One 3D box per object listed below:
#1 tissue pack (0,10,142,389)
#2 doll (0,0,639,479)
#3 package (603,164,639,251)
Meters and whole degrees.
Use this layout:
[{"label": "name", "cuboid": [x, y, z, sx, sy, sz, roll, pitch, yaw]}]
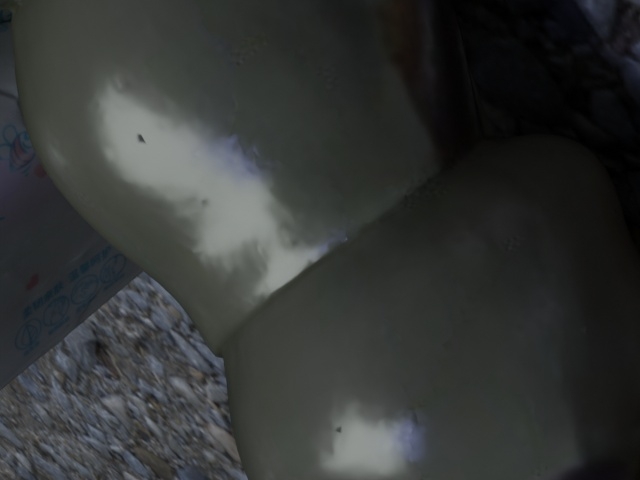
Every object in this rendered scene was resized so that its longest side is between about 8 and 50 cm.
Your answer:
[{"label": "tissue pack", "cuboid": [-0.188, -0.025, 1.078, 0.124, 0.271, 0.201, 32, 148, 28]}, {"label": "doll", "cuboid": [0.008, -0.024, 0.854, 0.370, 0.226, 0.215, 53, 140, 3]}, {"label": "package", "cuboid": [0.162, 0.036, 0.916, 0.171, 0.027, 0.173, 5, 125, 53]}]
